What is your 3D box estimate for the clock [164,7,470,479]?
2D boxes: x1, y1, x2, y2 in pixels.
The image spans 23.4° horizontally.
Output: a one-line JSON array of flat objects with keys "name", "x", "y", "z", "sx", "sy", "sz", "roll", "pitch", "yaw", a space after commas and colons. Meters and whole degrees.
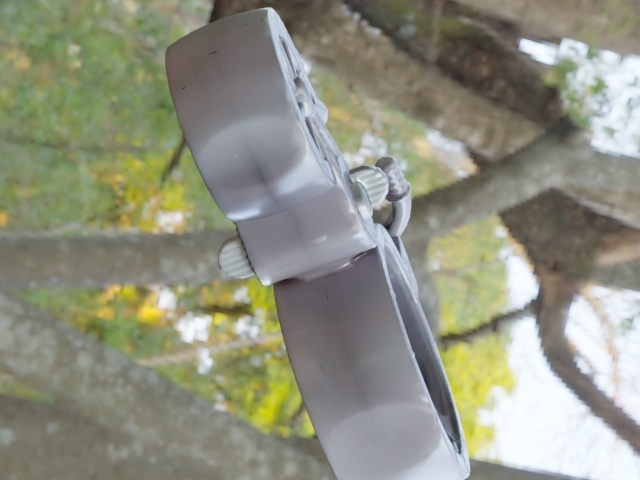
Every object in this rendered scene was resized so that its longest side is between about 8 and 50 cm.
[{"name": "clock", "x": 0.000, "y": 0.000, "z": 0.358, "sx": 0.087, "sy": 0.041, "sz": 0.129, "roll": -97, "pitch": 165, "yaw": -56}]
